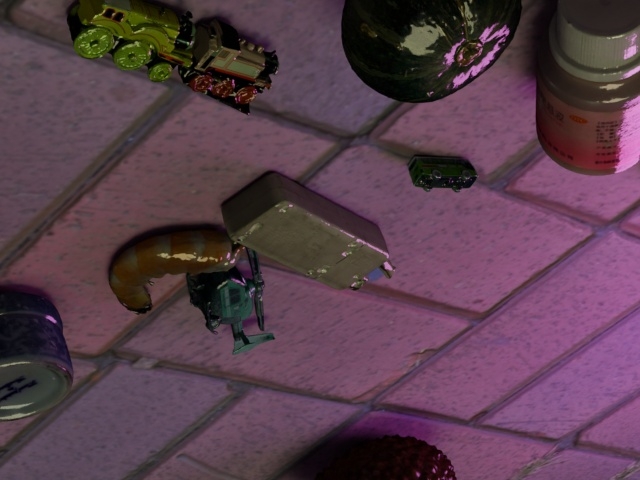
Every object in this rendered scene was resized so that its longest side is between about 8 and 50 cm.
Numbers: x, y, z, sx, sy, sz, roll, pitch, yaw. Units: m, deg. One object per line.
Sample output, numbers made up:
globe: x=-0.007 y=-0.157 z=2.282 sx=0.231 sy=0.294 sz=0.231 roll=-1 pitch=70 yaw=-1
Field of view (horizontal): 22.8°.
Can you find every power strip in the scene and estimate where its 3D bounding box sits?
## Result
power strip: x=0.000 y=0.000 z=1.966 sx=0.093 sy=0.053 sz=0.288 roll=-35 pitch=145 yaw=22

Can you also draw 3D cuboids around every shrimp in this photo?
shrimp: x=-0.180 y=0.045 z=1.950 sx=0.161 sy=0.049 sz=0.166 roll=-3 pitch=147 yaw=-18

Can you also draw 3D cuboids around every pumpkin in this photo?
pumpkin: x=0.110 y=-0.226 z=1.586 sx=0.190 sy=0.146 sz=0.190 roll=-14 pitch=146 yaw=-10

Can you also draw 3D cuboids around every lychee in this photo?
lychee: x=0.110 y=0.445 z=2.502 sx=0.304 sy=0.275 sz=0.275 roll=-15 pitch=148 yaw=2

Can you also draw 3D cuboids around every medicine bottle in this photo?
medicine bottle: x=0.309 y=-0.188 z=1.755 sx=0.147 sy=0.147 sz=0.247 roll=-17 pitch=148 yaw=-3

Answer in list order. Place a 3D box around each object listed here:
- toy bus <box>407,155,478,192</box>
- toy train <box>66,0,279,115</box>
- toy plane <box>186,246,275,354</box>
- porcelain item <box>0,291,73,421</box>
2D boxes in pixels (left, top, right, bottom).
toy bus: x=0.150 y=-0.082 z=1.934 sx=0.083 sy=0.037 sz=0.031 roll=0 pitch=143 yaw=-29
toy train: x=-0.142 y=-0.193 z=1.597 sx=0.250 sy=0.053 sz=0.085 roll=16 pitch=129 yaw=-43
toy plane: x=-0.113 y=0.081 z=2.036 sx=0.096 sy=0.060 sz=0.235 roll=-25 pitch=146 yaw=-14
porcelain item: x=-0.379 y=0.138 z=1.922 sx=0.147 sy=0.114 sz=0.147 roll=-12 pitch=146 yaw=-8
